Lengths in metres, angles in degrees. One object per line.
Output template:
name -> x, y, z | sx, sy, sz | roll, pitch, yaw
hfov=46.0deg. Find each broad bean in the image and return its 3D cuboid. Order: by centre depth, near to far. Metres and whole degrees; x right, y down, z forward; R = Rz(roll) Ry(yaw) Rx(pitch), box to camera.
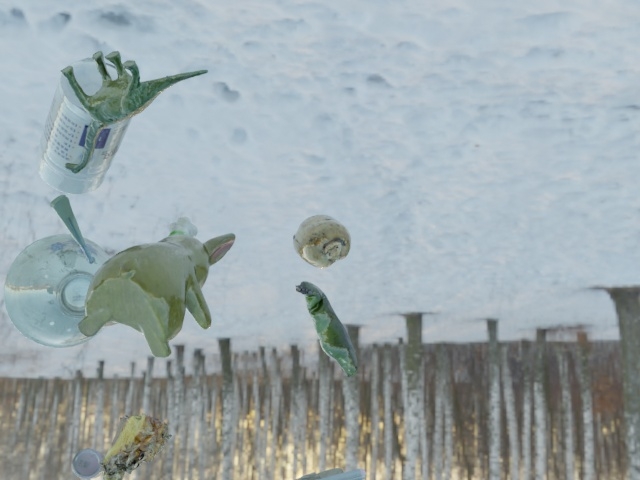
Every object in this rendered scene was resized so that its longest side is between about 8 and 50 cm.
broad bean -> 0.011, 0.148, 1.326 | 0.046, 0.195, 0.061 | -22, -163, 28

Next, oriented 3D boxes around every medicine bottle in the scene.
medicine bottle -> -0.458, 0.447, 1.502 | 0.057, 0.058, 0.199 | 5, 162, -12
medicine bottle -> -0.597, -0.277, 1.905 | 0.189, 0.190, 0.332 | 8, 144, -28

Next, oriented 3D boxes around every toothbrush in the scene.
toothbrush -> -0.069, 0.495, 1.488 | 0.342, 0.030, 0.025 | -5, 151, -19

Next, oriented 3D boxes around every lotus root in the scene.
lotus root -> 0.000, 0.000, 2.257 | 0.160, 0.146, 0.284 | -9, -164, -14

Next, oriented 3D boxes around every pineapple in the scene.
pineapple -> -0.265, 0.286, 1.032 | 0.077, 0.114, 0.114 | 32, 146, 9

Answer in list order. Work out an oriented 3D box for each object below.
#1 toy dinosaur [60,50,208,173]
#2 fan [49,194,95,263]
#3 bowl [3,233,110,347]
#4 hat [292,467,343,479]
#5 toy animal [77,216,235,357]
toy dinosaur -> -0.414, -0.251, 1.602 | 0.447, 0.087, 0.301 | 4, 133, 20
fan -> -0.501, -0.018, 1.545 | 0.016, 0.038, 0.193 | 31, 151, 32
bowl -> -0.658, 0.137, 1.992 | 0.313, 0.314, 0.146 | 10, 174, -35
hat -> -0.008, 0.685, 2.002 | 0.144, 0.166, 0.173 | -6, 150, -20
toy animal -> -0.273, 0.075, 1.368 | 0.181, 0.180, 0.363 | 9, -166, 15
